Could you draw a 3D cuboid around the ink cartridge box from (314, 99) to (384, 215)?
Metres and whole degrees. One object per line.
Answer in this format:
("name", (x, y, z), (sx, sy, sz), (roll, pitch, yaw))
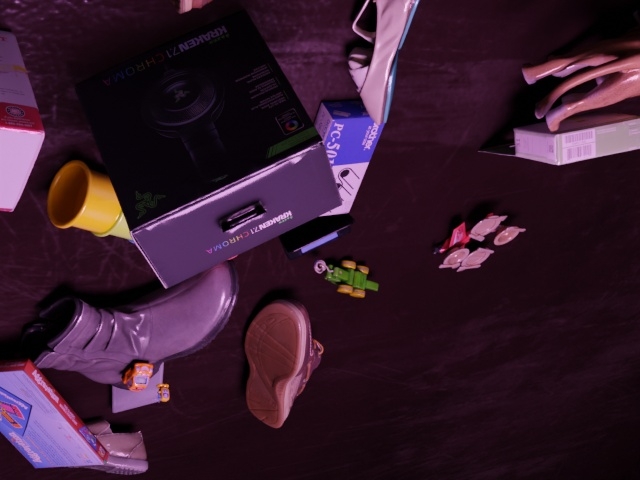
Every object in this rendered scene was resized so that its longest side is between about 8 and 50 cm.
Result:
("ink cartridge box", (0.024, -0.125, 1.447), (0.097, 0.046, 0.207), (-8, 140, -27))

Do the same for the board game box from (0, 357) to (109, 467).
("board game box", (-0.478, 0.292, 1.542), (0.145, 0.027, 0.281), (-7, 135, 16))

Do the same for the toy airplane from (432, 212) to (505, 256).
("toy airplane", (0.281, -0.008, 1.779), (0.151, 0.028, 0.151), (-21, 150, -13))

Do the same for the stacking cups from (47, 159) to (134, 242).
("stacking cups", (-0.241, -0.024, 1.355), (0.096, 0.096, 0.316), (-43, 143, 20))

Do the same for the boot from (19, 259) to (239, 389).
("boot", (-0.305, 0.126, 1.475), (0.338, 0.118, 0.223), (-42, 141, 21))

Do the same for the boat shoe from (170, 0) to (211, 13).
("boat shoe", (-0.141, -0.340, 1.060), (0.060, 0.064, 0.178), (-19, 150, -22))

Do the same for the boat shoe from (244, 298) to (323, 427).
("boat shoe", (-0.062, 0.217, 1.778), (0.123, 0.123, 0.342), (-40, 151, -39))

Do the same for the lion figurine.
("lion figurine", (0.454, -0.259, 1.384), (0.240, 0.142, 0.392), (-15, -165, 27))

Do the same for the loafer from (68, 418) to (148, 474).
("loafer", (-0.440, 0.379, 1.745), (0.251, 0.087, 0.094), (21, 148, -35))

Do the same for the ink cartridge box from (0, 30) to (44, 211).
("ink cartridge box", (-0.401, -0.141, 1.031), (0.128, 0.176, 0.127), (3, 136, -36))

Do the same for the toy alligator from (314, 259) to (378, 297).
("toy alligator", (0.034, 0.065, 1.689), (0.051, 0.056, 0.190), (-2, 164, 40))

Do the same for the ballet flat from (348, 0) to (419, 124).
("ballet flat", (0.080, -0.270, 1.288), (0.086, 0.086, 0.248), (-11, 139, -23))

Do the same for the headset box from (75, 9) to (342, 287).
("headset box", (-0.138, -0.110, 1.153), (0.246, 0.283, 0.131), (-25, 145, -4))

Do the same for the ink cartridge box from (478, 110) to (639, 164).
("ink cartridge box", (0.389, -0.174, 1.530), (0.171, 0.235, 0.056), (-13, 107, -20))

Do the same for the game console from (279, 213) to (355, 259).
("game console", (0.000, 0.000, 1.564), (0.122, 0.071, 0.107), (-25, 144, -4))

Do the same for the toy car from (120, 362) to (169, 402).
("toy car", (-0.275, 0.237, 1.534), (0.060, 0.040, 0.122), (-29, 146, 23))

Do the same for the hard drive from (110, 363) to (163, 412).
("hard drive", (-0.337, 0.260, 1.703), (0.094, 0.022, 0.135), (-12, 141, -22))

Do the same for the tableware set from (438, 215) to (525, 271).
("tableware set", (0.307, 0.009, 1.776), (0.141, 0.020, 0.168), (6, 138, -46))
